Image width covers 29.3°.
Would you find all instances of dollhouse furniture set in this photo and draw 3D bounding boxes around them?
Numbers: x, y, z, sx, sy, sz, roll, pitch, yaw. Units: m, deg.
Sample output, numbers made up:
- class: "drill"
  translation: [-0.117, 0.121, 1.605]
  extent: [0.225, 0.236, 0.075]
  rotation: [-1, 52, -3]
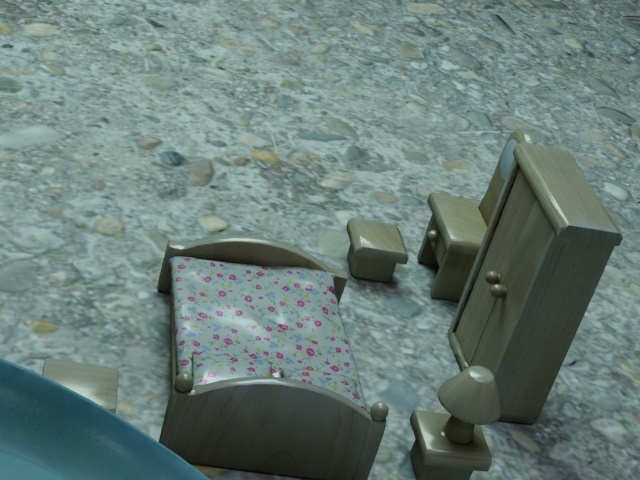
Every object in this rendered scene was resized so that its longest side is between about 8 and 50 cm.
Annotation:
- class: "dollhouse furniture set"
  translation: [0.000, 0.000, 0.860]
  extent: [0.355, 0.174, 0.303]
  rotation: [10, 30, -14]

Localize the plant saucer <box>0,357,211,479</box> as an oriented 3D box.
- class: "plant saucer"
  translation: [-0.073, 0.151, 0.479]
  extent: [0.317, 0.044, 0.317]
  rotation: [37, 4, -3]
